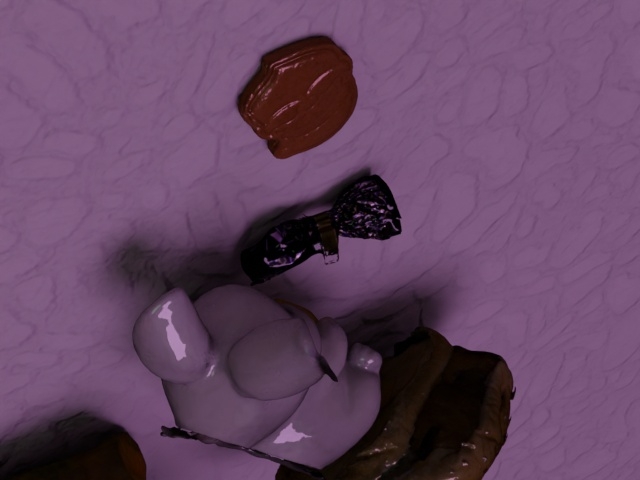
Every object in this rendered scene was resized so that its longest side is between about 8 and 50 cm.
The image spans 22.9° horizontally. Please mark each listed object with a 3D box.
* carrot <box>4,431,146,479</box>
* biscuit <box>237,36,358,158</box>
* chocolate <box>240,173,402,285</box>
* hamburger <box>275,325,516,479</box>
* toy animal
[{"bbox_3d":[-0.279,0.342,1.483,0.340,0.241,0.241,-26,148,-16],"label":"carrot"},{"bbox_3d":[-0.015,-0.117,1.302,0.102,0.019,0.130,-33,148,-3],"label":"biscuit"},{"bbox_3d":[0.000,-0.002,1.431,0.147,0.070,0.072,-31,144,-13],"label":"chocolate"},{"bbox_3d":[0.075,0.219,1.636,0.285,0.134,0.265,-40,-164,40],"label":"hamburger"},{"bbox_3d":[-0.052,0.125,1.435,0.325,0.208,0.154,61,43,-79],"label":"toy animal"}]
